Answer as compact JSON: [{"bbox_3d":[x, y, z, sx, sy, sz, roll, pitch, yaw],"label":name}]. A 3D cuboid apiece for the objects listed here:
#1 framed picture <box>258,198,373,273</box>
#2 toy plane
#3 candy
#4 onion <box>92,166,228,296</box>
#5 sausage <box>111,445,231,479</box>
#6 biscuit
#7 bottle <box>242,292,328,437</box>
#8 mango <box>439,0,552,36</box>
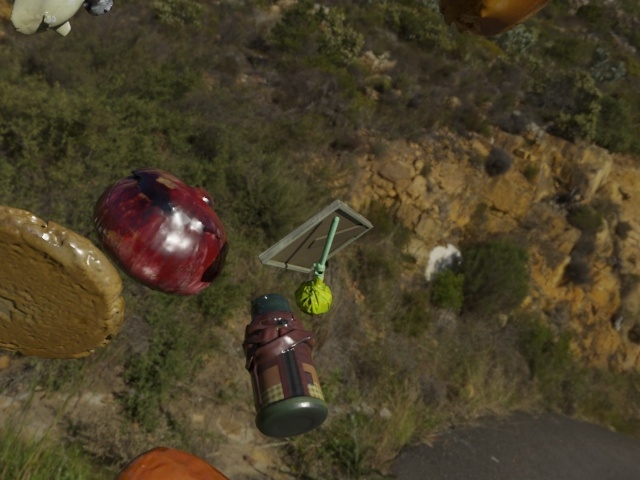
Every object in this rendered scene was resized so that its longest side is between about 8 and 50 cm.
[{"bbox_3d":[0.000,0.000,0.822,0.015,0.150,0.203,58,12,17],"label":"framed picture"},{"bbox_3d":[-0.324,-0.376,0.681,0.108,0.286,0.092,16,-26,21],"label":"toy plane"},{"bbox_3d":[0.002,0.041,0.783,0.062,0.194,0.058,23,38,10],"label":"candy"},{"bbox_3d":[-0.268,-0.019,0.887,0.246,0.190,0.246,47,4,-4],"label":"onion"},{"bbox_3d":[-0.095,0.301,0.465,0.258,0.133,0.133,51,0,-5],"label":"sausage"},{"bbox_3d":[-0.310,0.049,0.525,0.226,0.226,0.042,26,38,-19],"label":"biscuit"},{"bbox_3d":[-0.069,0.225,0.976,0.156,0.143,0.271,39,26,-45],"label":"bottle"},{"bbox_3d":[0.321,-0.453,0.815,0.152,0.287,0.201,34,33,-29],"label":"mango"}]
